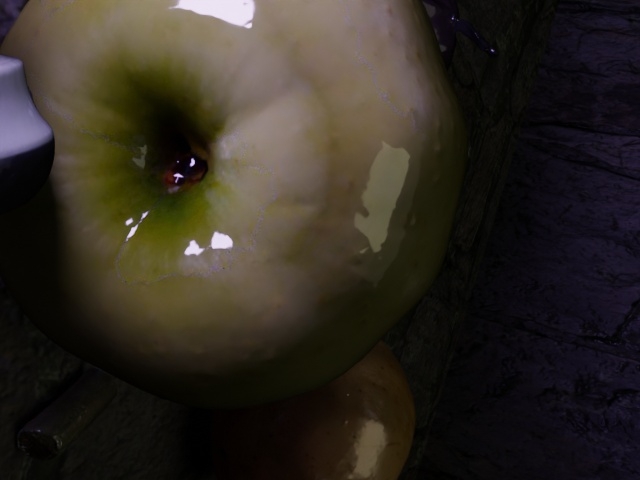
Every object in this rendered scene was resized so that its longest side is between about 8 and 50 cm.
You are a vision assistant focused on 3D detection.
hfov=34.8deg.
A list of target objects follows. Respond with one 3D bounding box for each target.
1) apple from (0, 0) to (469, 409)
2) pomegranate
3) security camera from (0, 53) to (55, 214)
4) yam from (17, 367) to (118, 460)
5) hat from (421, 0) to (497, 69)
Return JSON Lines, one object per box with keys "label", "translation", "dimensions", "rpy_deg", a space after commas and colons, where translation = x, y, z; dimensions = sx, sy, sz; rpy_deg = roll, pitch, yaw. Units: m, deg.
{"label": "apple", "translation": [-0.078, -0.076, 0.953], "dimensions": [0.474, 0.474, 0.473], "rpy_deg": [16, 90, -70]}
{"label": "pomegranate", "translation": [-0.026, 0.272, 1.555], "dimensions": [0.338, 0.338, 0.338], "rpy_deg": [16, 90, -70]}
{"label": "security camera", "translation": [-0.292, -0.155, 0.680], "dimensions": [0.191, 0.197, 0.277], "rpy_deg": [-16, 110, -30]}
{"label": "yam", "translation": [-0.283, 0.197, 1.157], "dimensions": [0.132, 0.054, 0.054], "rpy_deg": [-48, 147, -53]}
{"label": "hat", "translation": [0.147, -0.284, 1.642], "dimensions": [0.238, 0.209, 0.336], "rpy_deg": [171, -63, -77]}
